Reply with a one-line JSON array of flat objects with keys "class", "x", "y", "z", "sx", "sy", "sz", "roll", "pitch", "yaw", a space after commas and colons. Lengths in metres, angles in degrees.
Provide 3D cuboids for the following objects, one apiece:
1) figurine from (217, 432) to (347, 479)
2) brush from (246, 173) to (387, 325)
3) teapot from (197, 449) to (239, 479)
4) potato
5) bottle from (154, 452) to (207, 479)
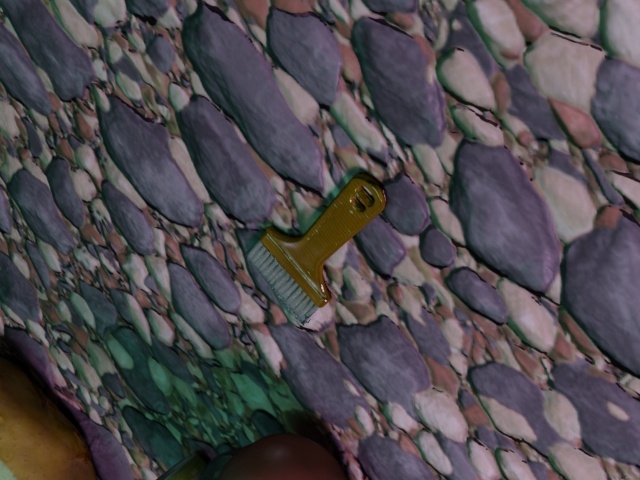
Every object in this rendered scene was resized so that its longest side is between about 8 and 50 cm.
[{"class": "figurine", "x": 0.028, "y": 0.389, "z": 1.222, "sx": 0.388, "sy": 0.276, "sz": 0.248, "roll": 36, "pitch": 171, "yaw": 29}, {"class": "brush", "x": 0.000, "y": 0.000, "z": 1.085, "sx": 0.082, "sy": 0.010, "sz": 0.218, "roll": 50, "pitch": 147, "yaw": 5}, {"class": "teapot", "x": -0.079, "y": 0.254, "z": 1.399, "sx": 0.088, "sy": 0.066, "sz": 0.057, "roll": -14, "pitch": 132, "yaw": 33}, {"class": "potato", "x": -0.369, "y": 0.270, "z": 1.705, "sx": 0.300, "sy": 0.140, "sz": 0.173, "roll": 58, "pitch": 156, "yaw": 2}, {"class": "bottle", "x": -0.071, "y": 0.387, "z": 1.478, "sx": 0.330, "sy": 0.093, "sz": 0.093, "roll": 53, "pitch": 148, "yaw": 0}]
